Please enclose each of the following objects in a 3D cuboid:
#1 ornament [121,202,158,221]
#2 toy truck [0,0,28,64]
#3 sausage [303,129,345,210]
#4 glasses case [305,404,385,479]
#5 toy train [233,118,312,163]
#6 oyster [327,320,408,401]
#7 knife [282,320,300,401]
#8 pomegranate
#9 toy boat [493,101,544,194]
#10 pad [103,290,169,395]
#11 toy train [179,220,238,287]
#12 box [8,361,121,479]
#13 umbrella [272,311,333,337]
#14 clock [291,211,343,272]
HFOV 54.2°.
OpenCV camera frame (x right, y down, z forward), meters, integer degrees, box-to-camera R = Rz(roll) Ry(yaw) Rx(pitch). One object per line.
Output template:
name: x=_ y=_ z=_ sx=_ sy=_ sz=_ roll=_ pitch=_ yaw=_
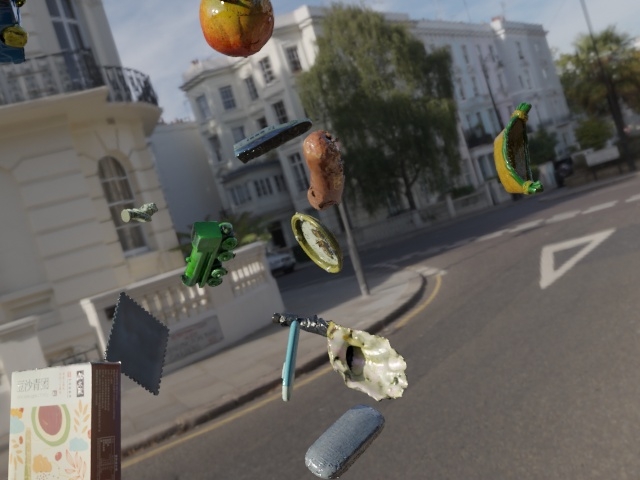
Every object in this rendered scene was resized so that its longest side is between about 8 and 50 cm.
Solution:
ornament: x=-0.430 y=-0.062 z=1.481 sx=0.069 sy=0.041 sz=0.092 roll=3 pitch=16 yaw=1
toy truck: x=-0.718 y=-0.542 z=1.307 sx=0.162 sy=0.161 sz=0.385 roll=-9 pitch=-24 yaw=-17
sausage: x=0.009 y=-0.124 z=1.252 sx=0.079 sy=0.087 sz=0.326 roll=-42 pitch=-12 yaw=-9
glasses case: x=0.071 y=0.543 z=1.703 sx=0.109 sy=0.067 sz=0.282 roll=25 pitch=34 yaw=30
toy train: x=-0.129 y=-0.288 z=1.727 sx=0.234 sy=0.051 sz=0.052 roll=-25 pitch=-30 yaw=18
oyster: x=0.091 y=0.264 z=1.332 sx=0.209 sy=0.132 sz=0.072 roll=19 pitch=-21 yaw=14
knife: x=-0.082 y=0.326 z=1.705 sx=0.032 sy=0.221 sz=0.064 roll=0 pitch=-24 yaw=15
pomegranate: x=-0.227 y=-0.602 z=1.669 sx=0.210 sy=0.210 sz=0.235 roll=-18 pitch=-25 yaw=2
toy boat: x=0.430 y=-0.192 z=1.354 sx=0.089 sy=0.229 sz=0.088 roll=19 pitch=-31 yaw=-37
pad: x=-0.593 y=0.337 z=2.044 sx=0.012 sy=0.269 sz=0.269 roll=-18 pitch=44 yaw=19
toy train: x=-0.301 y=0.042 z=1.666 sx=0.119 sy=0.085 sz=0.251 roll=-3 pitch=-38 yaw=-29
box: x=-0.746 y=0.562 z=1.819 sx=0.345 sy=0.385 sz=0.122 roll=-11 pitch=-15 yaw=27
umbrella: x=-0.057 y=0.283 z=2.161 sx=0.224 sy=0.071 sz=0.080 roll=9 pitch=-29 yaw=13
clock: x=0.000 y=0.000 z=2.028 sx=0.057 sy=0.237 sz=0.237 roll=-40 pitch=10 yaw=-22
